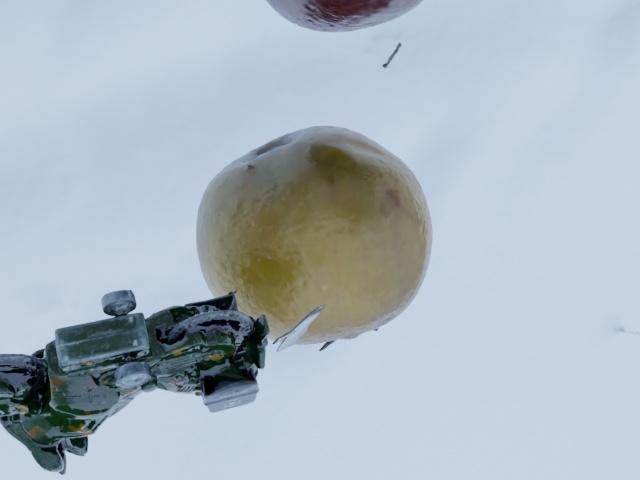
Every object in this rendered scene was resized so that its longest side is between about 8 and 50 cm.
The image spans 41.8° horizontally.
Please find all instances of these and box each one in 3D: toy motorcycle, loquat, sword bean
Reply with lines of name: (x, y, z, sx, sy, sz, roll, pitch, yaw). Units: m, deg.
toy motorcycle: (-0.182, 0.129, 0.781, 0.275, 0.124, 0.187, -11, 149, -10)
loquat: (0.000, 0.000, 0.992, 0.275, 0.275, 0.274, -11, 112, -27)
sword bean: (0.139, -0.358, 1.621, 0.012, 0.012, 0.083, 60, 43, -31)

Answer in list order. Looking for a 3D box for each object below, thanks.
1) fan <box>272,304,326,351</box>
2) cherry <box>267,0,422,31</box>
fan: (-0.022, 0.077, 0.701, 0.056, 0.004, 0.083, -50, 168, 20)
cherry: (0.033, -0.322, 0.831, 0.203, 0.300, 0.230, 6, 66, -33)
